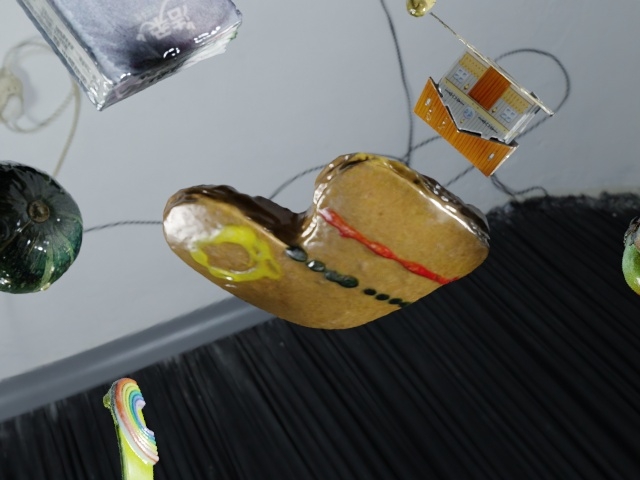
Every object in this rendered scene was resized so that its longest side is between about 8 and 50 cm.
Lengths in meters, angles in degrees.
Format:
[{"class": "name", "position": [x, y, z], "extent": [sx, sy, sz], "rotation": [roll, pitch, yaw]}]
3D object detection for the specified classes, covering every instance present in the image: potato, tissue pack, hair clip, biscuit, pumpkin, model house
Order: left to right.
[{"class": "pumpkin", "position": [-0.420, -0.021, 1.070], "extent": [0.146, 0.190, 0.190], "rotation": [-6, 142, 29]}, {"class": "tissue pack", "position": [-0.355, -0.441, 1.278], "extent": [0.288, 0.394, 0.124], "rotation": [-37, -178, -32]}, {"class": "hair clip", "position": [-0.201, 0.224, 0.827], "extent": [0.033, 0.188, 0.060], "rotation": [-25, 144, 13]}, {"class": "biscuit", "position": [0.000, 0.002, 0.781], "extent": [0.262, 0.052, 0.277], "rotation": [35, 134, -31]}, {"class": "potato", "position": [0.179, -0.432, 1.406], "extent": [0.046, 0.045, 0.092], "rotation": [62, 39, -22]}, {"class": "model house", "position": [0.207, -0.200, 1.114], "extent": [0.136, 0.219, 0.207], "rotation": [-52, 172, 19]}]

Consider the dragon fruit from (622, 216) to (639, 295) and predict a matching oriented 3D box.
[{"class": "dragon fruit", "position": [0.395, -0.071, 0.741], "extent": [0.268, 0.130, 0.295], "rotation": [-22, 136, -59]}]
